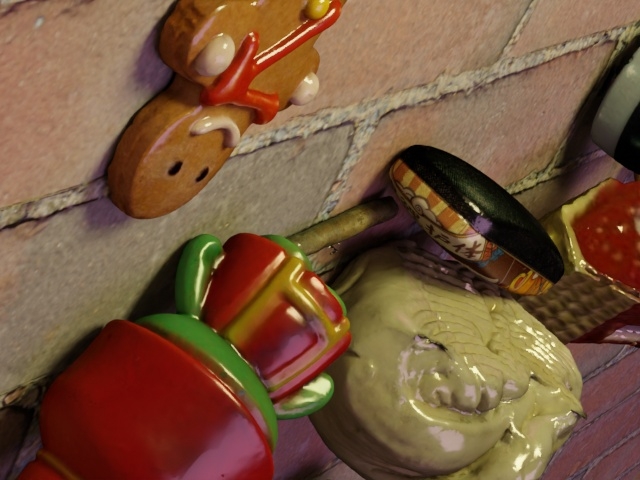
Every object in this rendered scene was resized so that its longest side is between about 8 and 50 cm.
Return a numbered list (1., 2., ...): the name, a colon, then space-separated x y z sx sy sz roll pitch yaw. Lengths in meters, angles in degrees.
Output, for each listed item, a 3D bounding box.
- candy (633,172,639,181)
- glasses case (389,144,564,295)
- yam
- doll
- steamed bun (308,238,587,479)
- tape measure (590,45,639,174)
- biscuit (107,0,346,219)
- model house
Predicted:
1. candy: 0.473 -0.093 2.250 0.143 0.101 0.271 -59 164 7
2. glasses case: 0.157 -0.016 1.685 0.082 0.122 0.321 -45 157 8
3. yam: -0.001 -0.001 1.538 0.234 0.027 0.029 -24 106 -48
4. doll: -0.123 0.149 1.344 0.363 0.160 0.182 -44 118 -17
5. steamed bun: 0.101 0.145 1.698 0.320 0.275 0.206 31 115 -33
6. tape measure: 0.381 -0.165 1.924 0.181 0.107 0.182 -28 151 -51
7. biscuit: -0.037 -0.142 1.214 0.324 0.049 0.205 -50 160 5
8. model house: 0.303 0.027 1.945 0.254 0.160 0.196 3 159 -30
